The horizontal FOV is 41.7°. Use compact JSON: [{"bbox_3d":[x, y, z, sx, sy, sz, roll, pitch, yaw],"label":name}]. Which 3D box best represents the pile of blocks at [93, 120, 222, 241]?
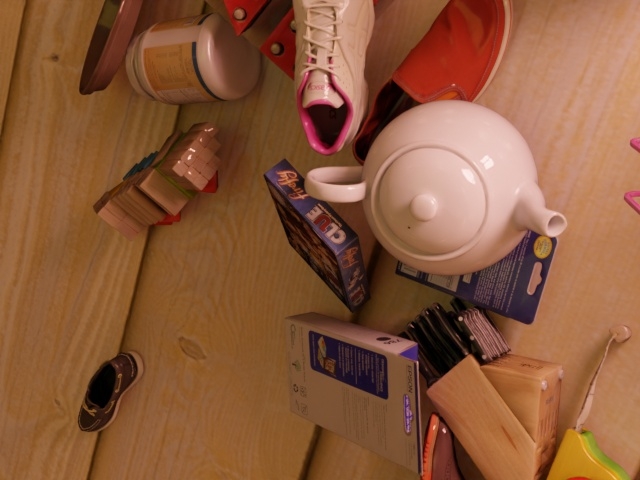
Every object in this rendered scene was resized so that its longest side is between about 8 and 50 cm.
[{"bbox_3d":[-0.272,-0.098,1.521,0.112,0.149,0.362,43,139,-24],"label":"pile of blocks"}]

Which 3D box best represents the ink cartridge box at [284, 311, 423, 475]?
[{"bbox_3d":[0.061,0.215,1.247,0.332,0.065,0.165,12,107,56],"label":"ink cartridge box"}]

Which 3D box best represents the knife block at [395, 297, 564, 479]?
[{"bbox_3d":[0.212,0.226,1.196,0.242,0.088,0.276,7,99,36],"label":"knife block"}]

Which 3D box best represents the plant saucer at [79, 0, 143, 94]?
[{"bbox_3d":[-0.369,-0.388,1.508,0.278,0.041,0.278,-46,35,45],"label":"plant saucer"}]

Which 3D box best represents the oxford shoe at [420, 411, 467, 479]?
[{"bbox_3d":[0.200,0.374,1.219,0.098,0.097,0.271,-4,106,14],"label":"oxford shoe"}]

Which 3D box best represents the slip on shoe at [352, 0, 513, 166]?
[{"bbox_3d":[0.156,-0.224,1.189,0.123,0.101,0.331,47,117,25],"label":"slip on shoe"}]

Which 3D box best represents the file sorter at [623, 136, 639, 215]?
[{"bbox_3d":[0.441,-0.147,0.862,0.182,0.202,0.291,4,109,1],"label":"file sorter"}]

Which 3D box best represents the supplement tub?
[{"bbox_3d":[-0.216,-0.304,1.420,0.199,0.144,0.144,3,96,36],"label":"supplement tub"}]

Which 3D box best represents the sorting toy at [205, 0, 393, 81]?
[{"bbox_3d":[-0.038,-0.383,1.249,0.255,0.089,0.257,41,121,-8],"label":"sorting toy"}]

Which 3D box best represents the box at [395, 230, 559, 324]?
[{"bbox_3d":[0.223,0.021,1.200,0.225,0.036,0.136,22,107,32],"label":"box"}]

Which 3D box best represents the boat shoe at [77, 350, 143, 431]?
[{"bbox_3d":[-0.437,0.307,1.678,0.081,0.068,0.228,49,119,22],"label":"boat shoe"}]

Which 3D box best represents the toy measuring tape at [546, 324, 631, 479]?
[{"bbox_3d":[0.371,0.278,1.084,0.121,0.121,0.330,23,96,32],"label":"toy measuring tape"}]

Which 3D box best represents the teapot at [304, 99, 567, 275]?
[{"bbox_3d":[0.148,-0.060,1.083,0.256,0.187,0.252,-39,86,28],"label":"teapot"}]

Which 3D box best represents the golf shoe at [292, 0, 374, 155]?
[{"bbox_3d":[0.015,-0.261,1.169,0.115,0.140,0.306,0,119,12],"label":"golf shoe"}]

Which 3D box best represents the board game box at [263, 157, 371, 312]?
[{"bbox_3d":[0.000,0.000,1.250,0.042,0.243,0.165,-39,67,-10],"label":"board game box"}]
